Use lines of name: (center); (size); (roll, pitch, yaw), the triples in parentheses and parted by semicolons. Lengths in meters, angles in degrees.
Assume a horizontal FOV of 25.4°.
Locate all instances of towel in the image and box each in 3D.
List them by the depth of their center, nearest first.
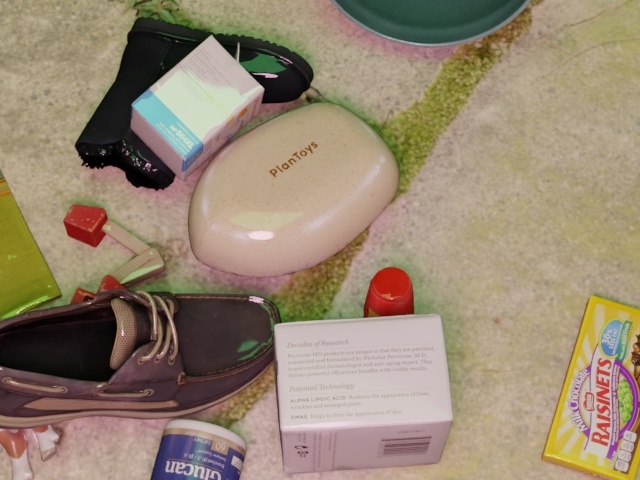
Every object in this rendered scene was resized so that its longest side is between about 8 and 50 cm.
towel: (-0.402, -0.012, 1.689); (0.102, 0.021, 0.237); (-27, 70, -11)

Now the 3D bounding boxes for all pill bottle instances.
pill bottle: (-0.142, 0.285, 1.524); (0.094, 0.094, 0.169); (12, 67, 4)

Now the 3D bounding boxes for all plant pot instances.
plant pot: (0.140, -0.415, 1.753); (0.293, 0.293, 0.196); (9, 41, 3)

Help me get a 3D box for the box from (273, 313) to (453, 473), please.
box: (0.043, 0.168, 1.530); (0.182, 0.181, 0.119); (-3, 66, -2)

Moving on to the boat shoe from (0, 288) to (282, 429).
boat shoe: (-0.202, 0.121, 1.513); (0.356, 0.130, 0.132); (-12, 70, -18)

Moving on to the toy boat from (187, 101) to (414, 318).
toy boat: (0.000, 0.000, 1.638); (0.268, 0.148, 0.318); (-31, 63, -18)

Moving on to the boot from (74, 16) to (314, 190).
boot: (-0.152, -0.150, 1.712); (0.247, 0.094, 0.207); (14, 66, 8)

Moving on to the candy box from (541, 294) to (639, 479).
candy box: (0.329, 0.170, 1.618); (0.105, 0.027, 0.205); (16, 67, 10)

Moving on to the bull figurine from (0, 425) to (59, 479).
bull figurine: (-0.436, 0.239, 1.538); (0.310, 0.101, 0.188); (-38, 76, -15)

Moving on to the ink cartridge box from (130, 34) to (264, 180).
ink cartridge box: (-0.134, -0.155, 1.617); (0.143, 0.092, 0.090); (-43, 85, -14)

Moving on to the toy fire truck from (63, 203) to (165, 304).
toy fire truck: (-0.225, 0.048, 1.652); (0.192, 0.047, 0.135); (20, 66, 7)
